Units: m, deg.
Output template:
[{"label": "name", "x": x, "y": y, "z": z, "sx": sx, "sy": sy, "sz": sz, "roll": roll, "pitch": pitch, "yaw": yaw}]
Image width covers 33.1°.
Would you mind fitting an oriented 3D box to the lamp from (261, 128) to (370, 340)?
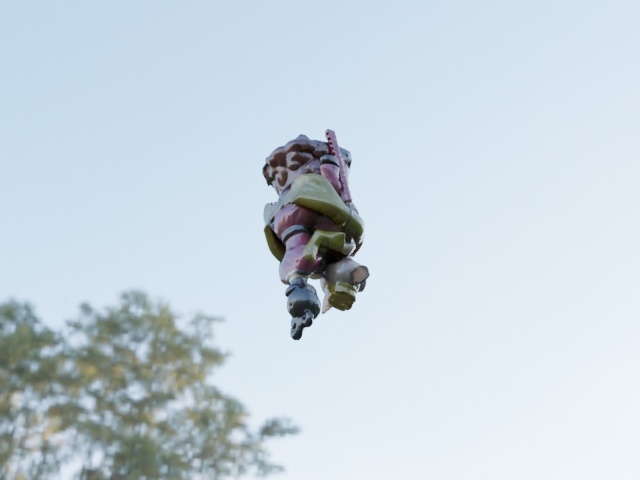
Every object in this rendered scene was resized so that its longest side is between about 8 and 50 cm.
[{"label": "lamp", "x": 0.000, "y": 0.000, "z": 1.204, "sx": 0.119, "sy": 0.253, "sz": 0.118, "roll": -8, "pitch": -35, "yaw": -6}]
